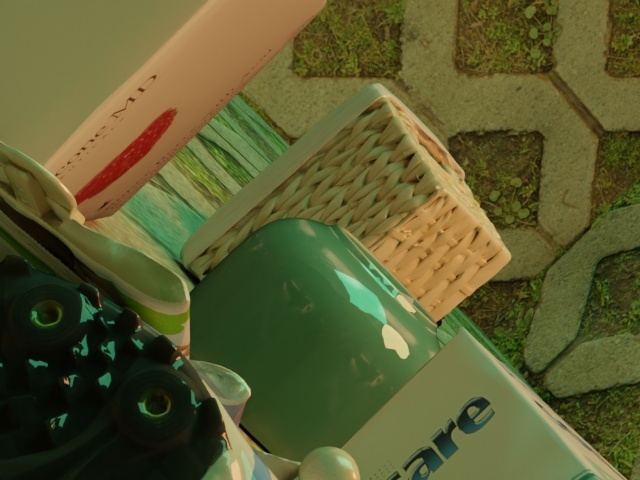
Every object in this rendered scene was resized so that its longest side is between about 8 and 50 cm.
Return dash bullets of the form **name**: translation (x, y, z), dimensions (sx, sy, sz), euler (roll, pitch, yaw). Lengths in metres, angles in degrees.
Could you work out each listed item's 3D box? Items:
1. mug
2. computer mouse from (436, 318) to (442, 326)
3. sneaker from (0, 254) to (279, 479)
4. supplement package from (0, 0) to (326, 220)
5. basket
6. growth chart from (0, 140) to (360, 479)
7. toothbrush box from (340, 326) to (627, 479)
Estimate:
- **mug**: translation (-0.006, 0.043, 0.841), dimensions (0.158, 0.097, 0.129), euler (49, 6, 37)
- **computer mouse**: translation (0.000, 0.000, 1.226), dimensions (0.188, 0.072, 0.272), euler (26, 3, 13)
- **sneaker**: translation (-0.020, 0.101, 0.393), dimensions (0.237, 0.085, 0.086), euler (44, -19, 5)
- **supplement package**: translation (-0.123, -0.123, 0.745), dimensions (0.175, 0.177, 0.293), euler (46, 5, 0)
- **basket**: translation (0.018, 0.008, 0.997), dimensions (0.113, 0.167, 0.103), euler (40, 13, -49)
- **growth chart**: translation (-0.085, 0.011, 0.460), dimensions (0.237, 0.021, 0.172), euler (44, -25, 1)
- **toothbrush box**: translation (0.125, 0.195, 0.513), dimensions (0.216, 0.126, 0.295), euler (42, 4, -40)
